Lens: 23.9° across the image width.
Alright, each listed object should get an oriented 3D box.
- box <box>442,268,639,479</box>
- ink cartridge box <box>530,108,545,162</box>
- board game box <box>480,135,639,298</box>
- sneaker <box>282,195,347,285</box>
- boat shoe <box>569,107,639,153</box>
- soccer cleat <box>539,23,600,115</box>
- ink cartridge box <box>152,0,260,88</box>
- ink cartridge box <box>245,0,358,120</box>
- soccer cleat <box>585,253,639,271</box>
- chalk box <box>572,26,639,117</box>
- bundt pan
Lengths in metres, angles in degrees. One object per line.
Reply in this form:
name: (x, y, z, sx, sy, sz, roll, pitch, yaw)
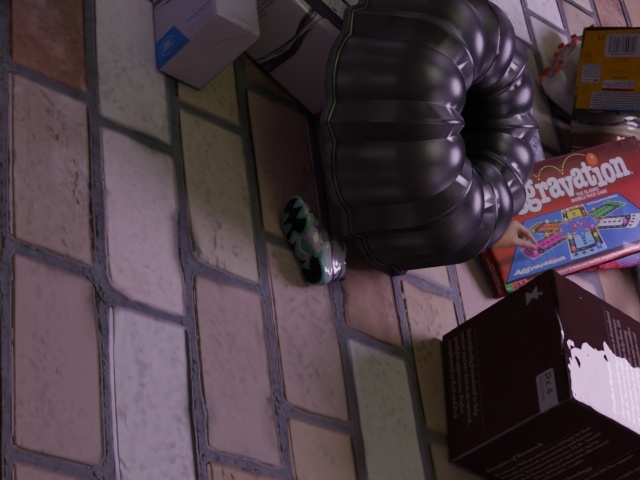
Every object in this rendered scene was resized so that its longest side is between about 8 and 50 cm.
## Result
box: (0.262, 0.170, 1.620, 0.203, 0.167, 0.168, 29, 42, -31)
ink cartridge box: (0.197, -0.180, 1.947, 0.208, 0.045, 0.206, 21, 47, -37)
board game box: (0.306, -0.033, 1.861, 0.281, 0.027, 0.145, -16, 79, -30)
sneaker: (0.000, 0.000, 1.576, 0.069, 0.038, 0.098, -3, 73, -52)
boat shoe: (0.429, -0.094, 2.103, 0.324, 0.122, 0.120, 15, 82, -52)
soccer cleat: (0.374, -0.247, 2.197, 0.076, 0.068, 0.196, 53, 41, -12)
ink cartridge box: (-0.124, -0.263, 1.590, 0.060, 0.104, 0.180, 22, 46, -36)
ink cartridge box: (-0.004, -0.255, 1.724, 0.237, 0.100, 0.172, 42, 37, -17)
soccer cleat: (0.363, 0.007, 1.967, 0.248, 0.083, 0.095, 17, 70, -43)
chalk box: (0.462, -0.212, 2.148, 0.213, 0.132, 0.132, 18, 79, -56)
bundt pan: (0.136, -0.123, 1.630, 0.331, 0.124, 0.331, -8, 99, -57)
